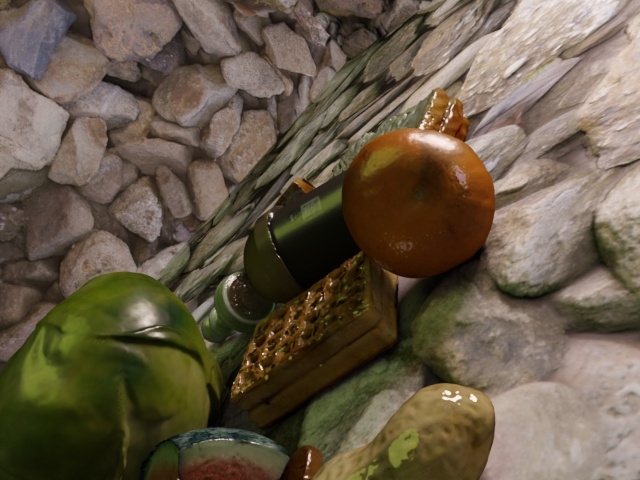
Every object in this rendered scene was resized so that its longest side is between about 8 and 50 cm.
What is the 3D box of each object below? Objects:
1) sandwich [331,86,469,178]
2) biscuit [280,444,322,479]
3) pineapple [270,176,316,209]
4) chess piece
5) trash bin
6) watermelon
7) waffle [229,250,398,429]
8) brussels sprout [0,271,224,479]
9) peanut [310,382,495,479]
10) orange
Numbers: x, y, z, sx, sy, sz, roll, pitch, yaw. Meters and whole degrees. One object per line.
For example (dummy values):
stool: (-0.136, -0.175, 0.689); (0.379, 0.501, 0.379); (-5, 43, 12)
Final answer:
sandwich: (0.156, -0.171, 1.311); (0.325, 0.131, 0.262); (-28, 25, 44)
biscuit: (-0.047, 0.362, 0.702); (0.180, 0.039, 0.236); (-44, 16, 26)
pineapple: (-0.039, -0.044, 1.306); (0.236, 0.186, 0.114); (0, 15, 0)
chess piece: (-0.221, 0.184, 1.404); (0.271, 0.139, 0.139); (-42, 13, 49)
trash bin: (0.000, 0.000, 1.152); (0.333, 0.214, 0.214); (-33, 20, 18)
watermelon: (-0.184, 0.365, 0.794); (0.318, 0.148, 0.226); (-48, 24, 25)
waffle: (-0.005, 0.156, 0.997); (0.308, 0.091, 0.213); (-36, 19, 24)
brussels sprout: (-0.341, 0.244, 1.010); (0.425, 0.342, 0.361); (-74, 6, -63)
peanut: (0.067, 0.250, 0.599); (0.274, 0.111, 0.125); (-41, 13, -1)
orange: (0.151, -0.060, 0.923); (0.240, 0.240, 0.171); (-40, -14, 15)
